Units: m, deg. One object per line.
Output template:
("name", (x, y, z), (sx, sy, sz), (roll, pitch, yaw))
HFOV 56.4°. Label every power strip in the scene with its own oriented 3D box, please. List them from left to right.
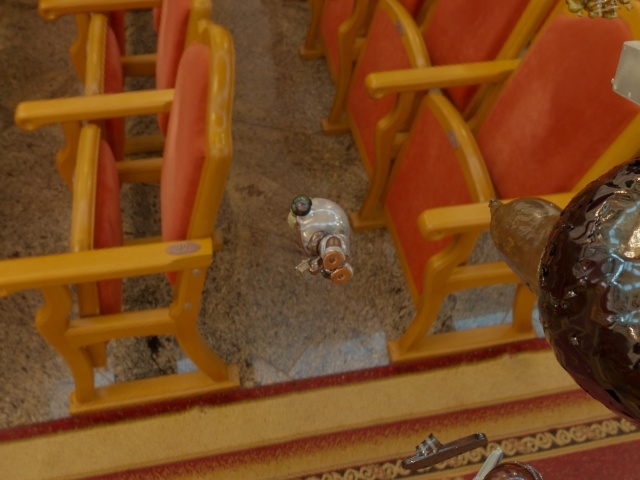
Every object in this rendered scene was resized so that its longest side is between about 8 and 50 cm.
("power strip", (0.642, -0.276, 1.083), (0.043, 0.106, 0.367), (-3, 31, -6))

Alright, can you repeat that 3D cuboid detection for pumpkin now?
("pumpkin", (0.287, 0.042, 0.464), (0.233, 0.163, 0.233), (0, 92, 4))

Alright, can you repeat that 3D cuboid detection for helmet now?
("helmet", (0.495, 0.657, 1.562), (0.175, 0.106, 0.155), (-29, 55, 14))

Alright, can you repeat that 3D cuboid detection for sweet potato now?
("sweet potato", (0.387, 0.014, 1.004), (0.158, 0.157, 0.369), (-3, 19, -7))

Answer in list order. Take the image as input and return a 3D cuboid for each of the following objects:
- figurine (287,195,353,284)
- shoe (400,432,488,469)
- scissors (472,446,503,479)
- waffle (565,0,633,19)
("figurine", (-0.001, 0.000, 0.882), (0.094, 0.147, 0.197), (-19, 26, 10))
("shoe", (0.243, 0.411, 1.201), (0.179, 0.071, 0.049), (-21, 52, 3))
("scissors", (0.453, 0.698, 1.686), (0.125, 0.256, 0.030), (28, 12, 24))
("waffle", (0.333, -0.373, 0.728), (0.197, 0.070, 0.193), (42, 69, -11))
